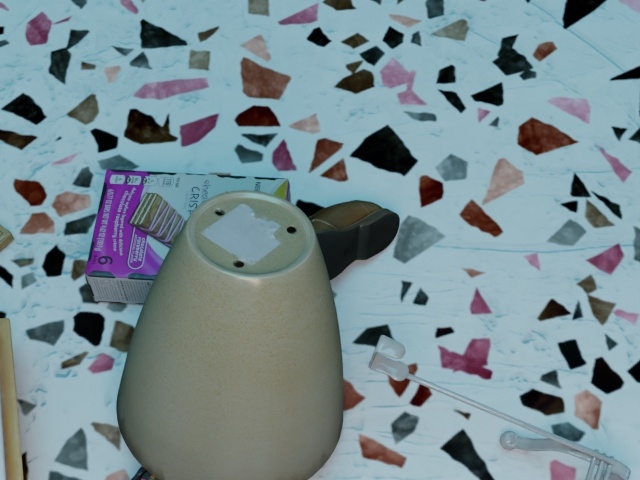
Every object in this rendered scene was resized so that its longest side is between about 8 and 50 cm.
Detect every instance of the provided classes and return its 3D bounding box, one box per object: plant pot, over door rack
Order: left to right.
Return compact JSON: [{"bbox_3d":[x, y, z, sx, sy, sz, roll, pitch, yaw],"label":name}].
[{"bbox_3d":[-0.086,0.090,1.195,0.257,0.274,0.256,5,44,-5],"label":"plant pot"},{"bbox_3d":[0.147,0.279,1.196,0.324,0.108,0.239,28,62,-7],"label":"over door rack"}]

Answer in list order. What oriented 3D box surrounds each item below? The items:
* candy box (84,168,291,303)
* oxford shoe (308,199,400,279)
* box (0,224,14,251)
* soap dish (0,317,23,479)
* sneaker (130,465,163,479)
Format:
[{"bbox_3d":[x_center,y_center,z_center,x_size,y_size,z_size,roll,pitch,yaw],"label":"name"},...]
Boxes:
[{"bbox_3d":[-0.159,-0.001,1.405,0.233,0.071,0.159,3,59,2],"label":"candy box"},{"bbox_3d":[0.000,0.000,1.379,0.076,0.076,0.212,32,35,32],"label":"oxford shoe"},{"bbox_3d":[-0.516,0.016,1.431,0.164,0.021,0.201,35,66,20],"label":"box"},{"bbox_3d":[-0.436,0.243,1.240,0.229,0.118,0.290,-11,60,-5],"label":"soap dish"},{"bbox_3d":[-0.170,0.262,1.246,0.072,0.077,0.178,18,61,11],"label":"sneaker"}]
